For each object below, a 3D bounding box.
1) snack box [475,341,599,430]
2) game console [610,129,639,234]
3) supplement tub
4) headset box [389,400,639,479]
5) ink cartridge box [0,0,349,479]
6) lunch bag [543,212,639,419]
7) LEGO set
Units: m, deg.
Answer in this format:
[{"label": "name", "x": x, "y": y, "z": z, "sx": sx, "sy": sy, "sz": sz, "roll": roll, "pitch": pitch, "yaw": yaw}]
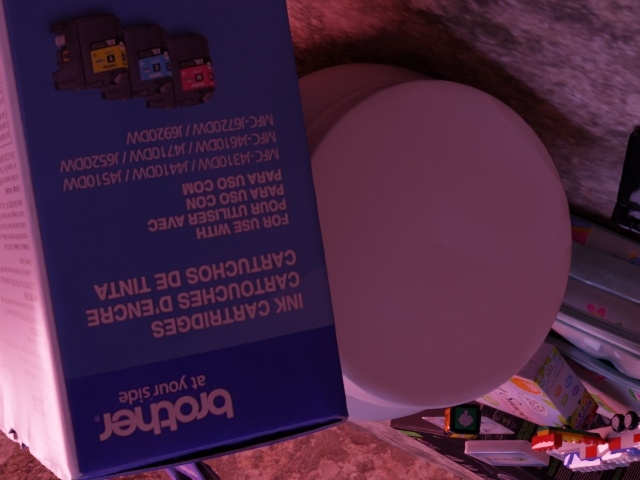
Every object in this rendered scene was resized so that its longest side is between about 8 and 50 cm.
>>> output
[{"label": "snack box", "x": 0.140, "y": 0.103, "z": 1.057, "sx": 0.141, "sy": 0.037, "sz": 0.100, "roll": 17, "pitch": 159, "yaw": 42}, {"label": "game console", "x": 0.256, "y": -0.023, "z": 0.843, "sx": 0.122, "sy": 0.071, "sz": 0.107, "roll": 24, "pitch": -163, "yaw": 22}, {"label": "supplement tub", "x": 0.000, "y": 0.000, "z": 0.956, "sx": 0.241, "sy": 0.241, "sz": 0.331, "roll": 33, "pitch": 167, "yaw": -23}, {"label": "headset box", "x": 0.254, "y": 0.239, "z": 1.663, "sx": 0.283, "sy": 0.131, "sz": 0.246, "roll": 32, "pitch": 167, "yaw": -15}, {"label": "ink cartridge box", "x": -0.116, "y": -0.029, "z": 0.727, "sx": 0.151, "sy": 0.396, "sz": 0.270, "roll": -8, "pitch": -177, "yaw": -22}, {"label": "lunch bag", "x": 0.244, "y": 0.076, "z": 1.051, "sx": 0.279, "sy": 0.108, "sz": 0.224, "roll": 23, "pitch": 167, "yaw": 24}, {"label": "LEGO set", "x": 0.176, "y": 0.158, "z": 0.961, "sx": 0.182, "sy": 0.060, "sz": 0.244, "roll": -4, "pitch": 162, "yaw": 24}]
